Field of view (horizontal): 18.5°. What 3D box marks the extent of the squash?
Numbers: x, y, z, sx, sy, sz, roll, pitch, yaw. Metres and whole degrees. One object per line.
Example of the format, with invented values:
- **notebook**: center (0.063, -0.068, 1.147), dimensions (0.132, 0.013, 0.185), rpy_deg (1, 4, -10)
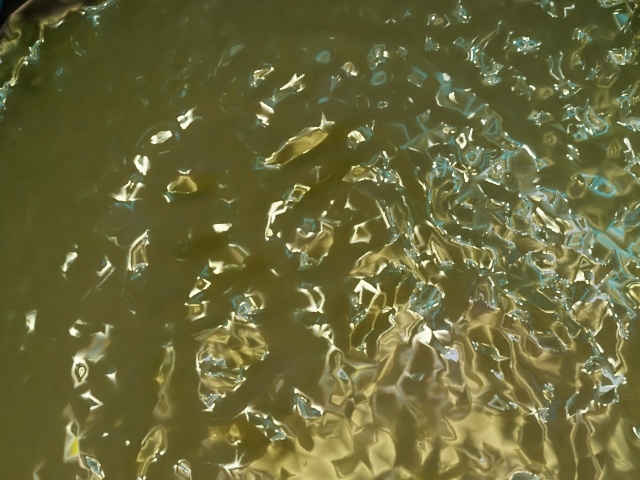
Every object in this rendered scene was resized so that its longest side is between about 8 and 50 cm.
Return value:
- **squash**: center (0.006, 0.015, 0.408), dimensions (0.192, 0.184, 0.085), rpy_deg (-12, -33, 9)
